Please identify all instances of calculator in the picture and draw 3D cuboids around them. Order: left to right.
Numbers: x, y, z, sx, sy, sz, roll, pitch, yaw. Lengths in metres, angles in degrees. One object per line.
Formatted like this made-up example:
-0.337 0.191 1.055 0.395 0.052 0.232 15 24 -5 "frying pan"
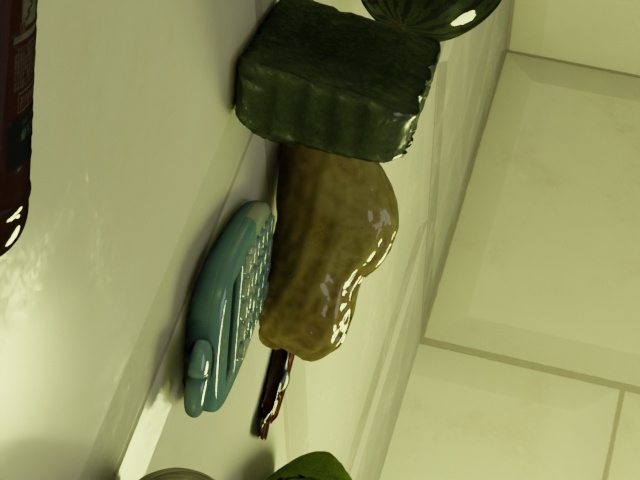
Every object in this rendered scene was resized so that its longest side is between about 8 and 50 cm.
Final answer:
-0.098 0.072 1.691 0.302 0.042 0.188 -62 163 -57 "calculator"

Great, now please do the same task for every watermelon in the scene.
0.144 -0.358 2.034 0.212 0.212 0.212 12 90 -80 "watermelon"

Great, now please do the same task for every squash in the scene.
-0.005 0.384 2.171 0.260 0.189 0.189 6 96 -77 "squash"

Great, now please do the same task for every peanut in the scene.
0.008 -0.001 1.869 0.143 0.159 0.291 4 100 -54 "peanut"

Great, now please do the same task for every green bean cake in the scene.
0.020 -0.162 1.639 0.183 0.185 0.094 -65 167 -56 "green bean cake"

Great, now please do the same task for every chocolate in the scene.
-0.051 0.176 2.114 0.086 0.028 0.182 75 27 -75 "chocolate"

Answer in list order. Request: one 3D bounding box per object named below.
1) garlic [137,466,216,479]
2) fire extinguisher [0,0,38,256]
-0.095 0.328 1.445 0.245 0.253 0.245 5 90 -75 "garlic"
-0.188 -0.086 0.750 0.135 0.114 0.337 -130 -139 -53 "fire extinguisher"
